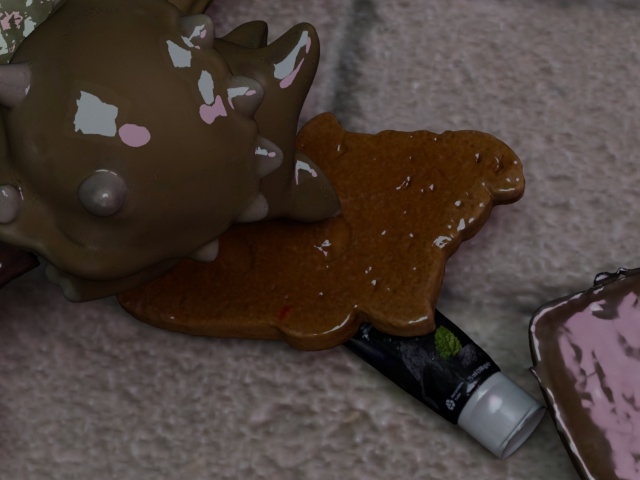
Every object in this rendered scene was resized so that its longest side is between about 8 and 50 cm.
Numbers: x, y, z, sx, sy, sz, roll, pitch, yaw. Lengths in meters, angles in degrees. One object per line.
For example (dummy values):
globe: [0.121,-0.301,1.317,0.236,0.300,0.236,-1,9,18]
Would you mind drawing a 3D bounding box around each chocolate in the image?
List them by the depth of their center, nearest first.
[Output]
chocolate: [0.256,0.074,0.919,0.261,0.083,0.161,-19,80,-7]

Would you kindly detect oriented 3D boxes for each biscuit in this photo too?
biscuit: [0.000,0.000,0.965,0.280,0.043,0.183,-22,54,7]

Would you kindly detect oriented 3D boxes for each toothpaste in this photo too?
toothpaste: [0.056,0.067,0.954,0.193,0.045,0.071,40,75,22]

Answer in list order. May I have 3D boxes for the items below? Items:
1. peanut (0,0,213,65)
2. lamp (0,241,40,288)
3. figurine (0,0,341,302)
peanut: [-0.165,-0.173,0.990,0.340,0.158,0.174,-44,49,-17]
lamp: [-0.302,0.040,0.923,0.223,0.151,0.215,7,112,-18]
figurine: [-0.086,-0.073,0.846,0.247,0.173,0.177,-12,68,-30]
